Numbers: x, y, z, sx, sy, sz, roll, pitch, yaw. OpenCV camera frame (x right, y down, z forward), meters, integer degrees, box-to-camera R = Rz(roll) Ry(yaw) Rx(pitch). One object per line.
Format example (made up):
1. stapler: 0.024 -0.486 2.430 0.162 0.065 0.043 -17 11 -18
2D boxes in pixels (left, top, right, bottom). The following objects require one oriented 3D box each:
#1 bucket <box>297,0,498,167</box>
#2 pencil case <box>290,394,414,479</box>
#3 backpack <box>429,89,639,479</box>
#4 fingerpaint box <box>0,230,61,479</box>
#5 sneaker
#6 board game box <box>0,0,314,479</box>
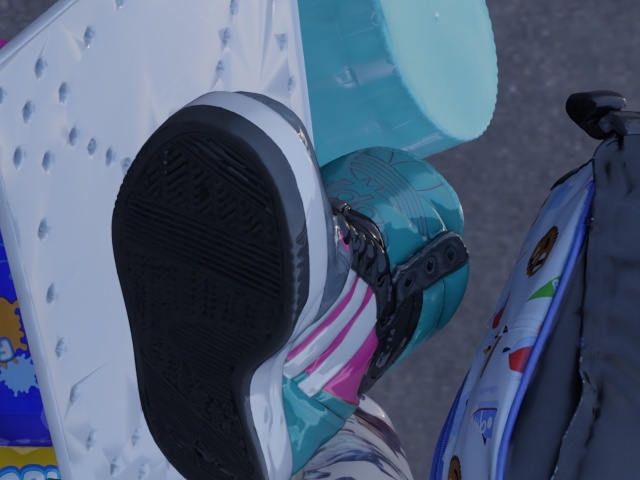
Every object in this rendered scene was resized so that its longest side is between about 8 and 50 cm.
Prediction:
1. bucket: 0.033 -0.187 1.563 0.281 0.183 0.281 32 51 -52
2. pencil case: 0.016 0.247 1.448 0.160 0.410 0.183 -31 103 1
3. backpack: 0.180 0.106 0.862 0.276 0.213 0.263 30 64 -2
4. fingerpaint box: -0.271 0.121 1.364 0.444 0.163 0.371 8 67 -45
5. sneaker: 0.000 0.000 0.834 0.178 0.124 0.295 -46 159 -31
6. board game box: -0.109 -0.029 1.155 0.390 0.050 0.390 -54 145 -49
